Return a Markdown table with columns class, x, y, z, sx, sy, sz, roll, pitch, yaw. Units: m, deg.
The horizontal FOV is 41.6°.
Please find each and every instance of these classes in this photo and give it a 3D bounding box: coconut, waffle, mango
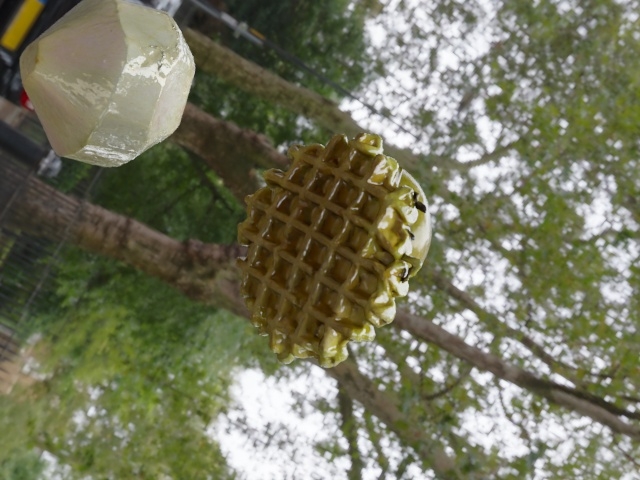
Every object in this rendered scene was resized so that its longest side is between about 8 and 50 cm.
| class | x | y | z | sx | sy | sz | roll | pitch | yaw |
| --- | --- | --- | --- | --- | --- | --- | --- | --- | --- |
| coconut | -0.314 | -0.236 | 1.232 | 0.259 | 0.259 | 0.259 | -51 | -162 | 23 |
| waffle | 0.001 | 0.011 | 1.112 | 0.329 | 0.062 | 0.329 | -12 | -110 | 35 |
| mango | 0.141 | -0.048 | 1.878 | 0.365 | 0.182 | 0.252 | -97 | -170 | -72 |
